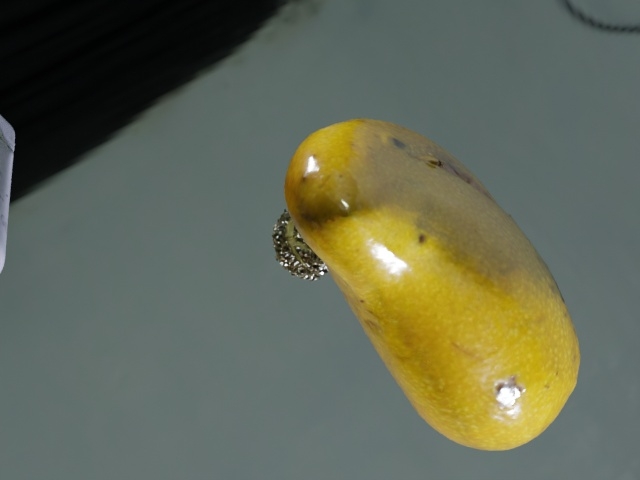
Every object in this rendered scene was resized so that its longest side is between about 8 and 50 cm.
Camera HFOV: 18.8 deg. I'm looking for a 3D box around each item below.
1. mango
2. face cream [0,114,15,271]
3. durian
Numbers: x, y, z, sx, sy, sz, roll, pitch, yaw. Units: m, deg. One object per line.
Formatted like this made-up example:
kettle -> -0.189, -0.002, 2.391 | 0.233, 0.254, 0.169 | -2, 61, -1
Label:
mango -> 0.076, 0.020, 1.214 | 0.295, 0.120, 0.177 | 56, -174, -43
face cream -> -0.336, -0.039, 1.786 | 0.154, 0.096, 0.274 | 45, -147, -45
durian -> 0.000, 0.000, 1.673 | 0.080, 0.080, 0.091 | 43, -179, 31
